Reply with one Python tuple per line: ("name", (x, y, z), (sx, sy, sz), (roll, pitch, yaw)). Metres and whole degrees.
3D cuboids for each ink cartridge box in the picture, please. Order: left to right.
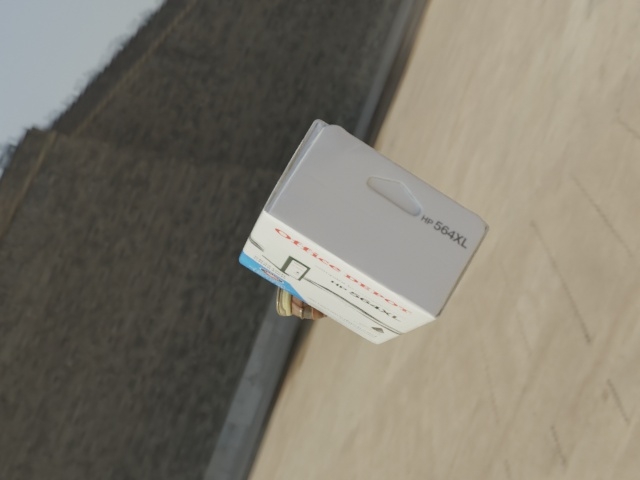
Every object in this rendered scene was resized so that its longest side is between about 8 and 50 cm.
("ink cartridge box", (0.024, 0.002, 0.864), (0.086, 0.148, 0.203), (-59, 1, -13))

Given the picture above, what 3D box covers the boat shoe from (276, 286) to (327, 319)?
("boat shoe", (0.000, 0.000, 1.207), (0.064, 0.060, 0.178), (45, -122, -81))
